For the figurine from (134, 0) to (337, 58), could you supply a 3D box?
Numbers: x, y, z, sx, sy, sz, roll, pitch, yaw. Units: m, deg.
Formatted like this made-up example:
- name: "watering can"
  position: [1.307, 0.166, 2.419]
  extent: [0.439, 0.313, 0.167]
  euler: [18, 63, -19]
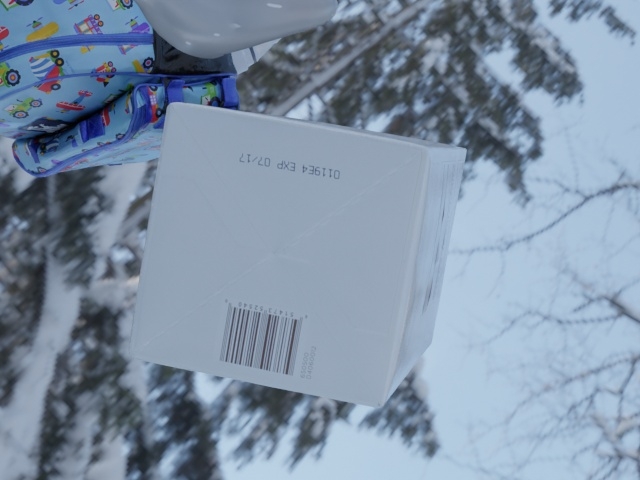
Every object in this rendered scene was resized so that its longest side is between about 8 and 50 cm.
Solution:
- name: "figurine"
  position: [-0.039, -0.120, 0.469]
  extent: [0.215, 0.209, 0.092]
  euler: [-12, -110, 42]

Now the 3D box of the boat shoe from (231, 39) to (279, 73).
- name: "boat shoe"
  position: [-0.079, -0.218, 1.041]
  extent: [0.083, 0.076, 0.226]
  euler: [50, -10, 29]

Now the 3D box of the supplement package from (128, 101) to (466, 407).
- name: "supplement package"
  position: [0.000, 0.000, 0.807]
  extent: [0.139, 0.244, 0.133]
  euler: [11, -85, 10]

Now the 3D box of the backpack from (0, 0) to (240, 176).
- name: "backpack"
  position: [-0.156, -0.105, 0.857]
  extent: [0.158, 0.173, 0.116]
  euler: [-16, -94, 38]
